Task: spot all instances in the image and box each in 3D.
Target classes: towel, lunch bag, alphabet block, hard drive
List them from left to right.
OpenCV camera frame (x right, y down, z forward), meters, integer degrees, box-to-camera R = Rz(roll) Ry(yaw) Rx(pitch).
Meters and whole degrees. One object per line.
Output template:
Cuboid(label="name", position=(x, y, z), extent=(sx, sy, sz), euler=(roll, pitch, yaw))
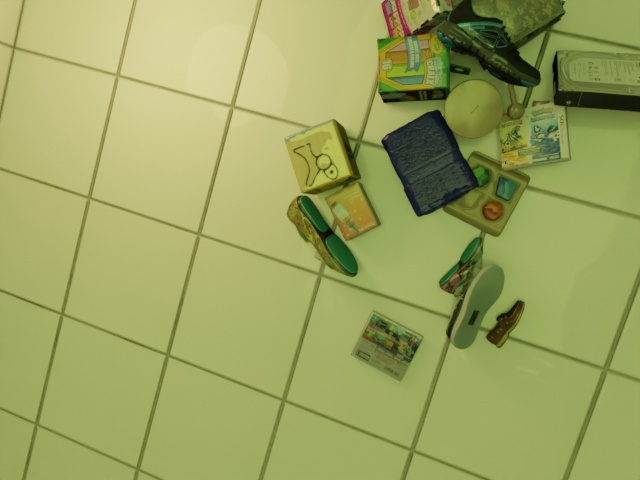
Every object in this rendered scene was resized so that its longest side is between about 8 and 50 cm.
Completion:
Cuboid(label="alphabet block", position=(0.011, -0.279, 1.837), extent=(0.192, 0.193, 0.197), euler=(-18, 89, 15))
Cuboid(label="towel", position=(0.363, -0.258, 1.801), extent=(0.227, 0.076, 0.308), euler=(-27, 80, 12))
Cuboid(label="lunch bag", position=(0.585, -0.724, 1.687), extent=(0.287, 0.169, 0.235), euler=(-31, 88, 18))
Cuboid(label="hard drive", position=(0.881, -0.481, 1.609), extent=(0.339, 0.237, 0.064), euler=(9, 140, 13))

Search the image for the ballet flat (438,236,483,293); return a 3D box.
Cuboid(label="ballet flat", position=(0.492, 0.090, 1.810), extent=(0.079, 0.077, 0.221), euler=(33, 105, -9))

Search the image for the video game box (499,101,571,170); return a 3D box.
Cuboid(label="video game box", position=(0.678, -0.331, 1.706), extent=(0.205, 0.048, 0.187), euler=(-7, 79, 31))

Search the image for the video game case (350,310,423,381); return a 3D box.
Cuboid(label="video game case", position=(0.235, 0.374, 1.907), extent=(0.201, 0.023, 0.183), euler=(27, 99, 12))

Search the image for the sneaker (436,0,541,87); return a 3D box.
Cuboid(label="sneaker", position=(0.518, -0.576, 1.580), extent=(0.341, 0.125, 0.140), euler=(33, 98, -2))

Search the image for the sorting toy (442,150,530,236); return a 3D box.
Cuboid(label="sorting toy", position=(0.510, -0.177, 1.800), extent=(0.307, 0.041, 0.229), euler=(28, 99, 10))

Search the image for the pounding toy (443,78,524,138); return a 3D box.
Cuboid(label="pounding toy", position=(0.515, -0.434, 1.733), extent=(0.237, 0.110, 0.183), euler=(-21, 98, 14))

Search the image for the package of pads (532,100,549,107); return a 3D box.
Cuboid(label="package of pads", position=(0.714, -0.412, 1.743), extent=(0.050, 0.032, 0.083), euler=(4, 94, 17))

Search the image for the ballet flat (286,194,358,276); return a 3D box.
Cuboid(label="ballet flat", position=(0.000, 0.000, 1.906), extent=(0.123, 0.123, 0.348), euler=(-37, 85, 13))

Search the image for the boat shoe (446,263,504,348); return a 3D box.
Cuboid(label="boat shoe", position=(0.507, 0.208, 1.790), extent=(0.113, 0.105, 0.306), euler=(11, 107, -17))

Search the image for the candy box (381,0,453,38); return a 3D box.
Cuboid(label="candy box", position=(0.310, -0.750, 1.732), extent=(0.233, 0.071, 0.159), euler=(-16, 89, 58))

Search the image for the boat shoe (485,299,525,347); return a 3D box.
Cuboid(label="boat shoe", position=(0.616, 0.272, 1.788), extent=(0.060, 0.064, 0.178), euler=(30, 102, 8))

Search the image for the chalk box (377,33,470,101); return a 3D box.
Cuboid(label="chalk box", position=(0.338, -0.560, 1.751), extent=(0.289, 0.180, 0.179), euler=(-1, 93, 12))

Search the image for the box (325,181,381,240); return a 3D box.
Cuboid(label="box", position=(0.115, -0.101, 1.873), extent=(0.130, 0.091, 0.170), euler=(-27, 86, 13))
